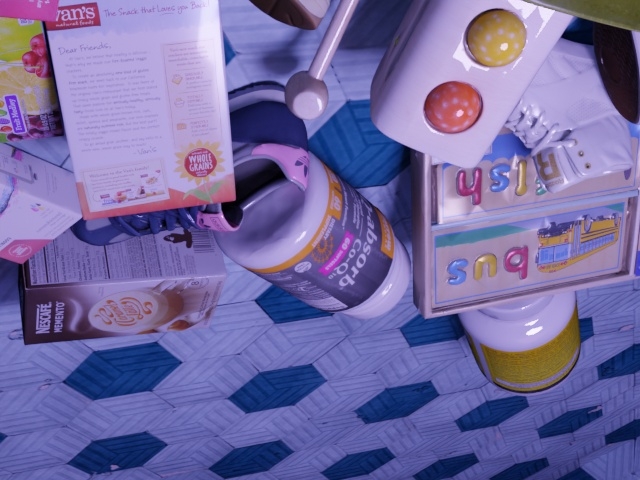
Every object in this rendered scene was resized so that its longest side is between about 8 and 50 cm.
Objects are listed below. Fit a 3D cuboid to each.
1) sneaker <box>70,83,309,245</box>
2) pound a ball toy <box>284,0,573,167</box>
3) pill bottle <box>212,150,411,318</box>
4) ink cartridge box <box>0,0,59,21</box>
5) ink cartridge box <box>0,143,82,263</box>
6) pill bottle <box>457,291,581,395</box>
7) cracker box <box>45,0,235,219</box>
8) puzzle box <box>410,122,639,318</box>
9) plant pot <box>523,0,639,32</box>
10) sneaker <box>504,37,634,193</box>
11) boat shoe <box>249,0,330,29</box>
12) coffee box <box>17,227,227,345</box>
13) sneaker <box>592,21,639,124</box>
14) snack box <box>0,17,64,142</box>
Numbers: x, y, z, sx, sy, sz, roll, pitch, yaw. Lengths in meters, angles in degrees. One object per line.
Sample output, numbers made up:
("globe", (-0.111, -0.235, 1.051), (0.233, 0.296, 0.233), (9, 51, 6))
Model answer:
("sneaker", (-0.156, -0.053, 1.020), (0.319, 0.131, 0.112), (-29, 148, 18))
("pound a ball toy", (0.115, -0.206, 0.856), (0.208, 0.135, 0.319), (21, 123, -14))
("pill bottle", (0.000, 0.000, 1.147), (0.162, 0.162, 0.278), (-30, 146, 19))
("ink cartridge box", (-0.309, -0.264, 0.651), (0.237, 0.100, 0.172), (-1, 144, -24))
("ink cartridge box", (-0.377, -0.052, 0.975), (0.115, 0.067, 0.198), (-34, 144, 25))
("pill bottle", (0.322, 0.117, 1.455), (0.188, 0.188, 0.334), (-21, 148, 6))
("cracker box", (-0.169, -0.141, 0.860), (0.156, 0.067, 0.232), (-7, 125, -10))
("puzzle box", (0.319, -0.052, 1.203), (0.409, 0.052, 0.272), (-11, 118, -11))
("plant pot", (0.245, -0.325, 0.553), (0.366, 0.366, 0.353), (8, 103, -34))
("sneaker", (0.249, -0.140, 1.028), (0.293, 0.169, 0.108), (1, 169, -26))
("boat shoe", (-0.072, -0.294, 0.735), (0.302, 0.109, 0.098), (36, 82, -51))
("coffee box", (-0.261, 0.052, 1.162), (0.247, 0.098, 0.141), (-4, 145, -21))
("sneaker", (0.356, -0.254, 0.932), (0.123, 0.106, 0.290), (-21, 130, -4))
("snack box", (-0.352, -0.161, 0.818), (0.207, 0.070, 0.174), (-8, 148, -11))
